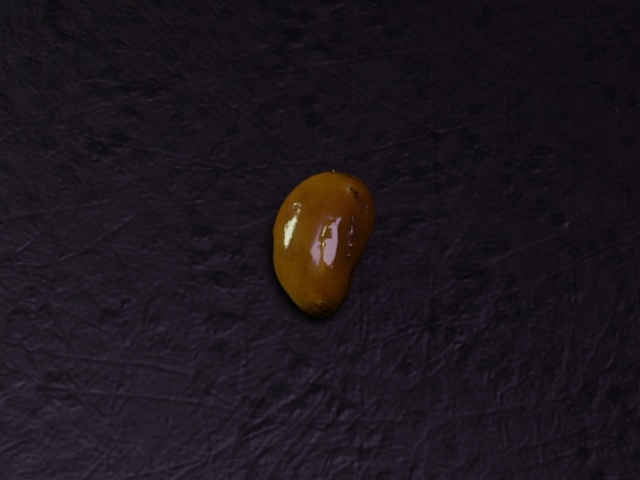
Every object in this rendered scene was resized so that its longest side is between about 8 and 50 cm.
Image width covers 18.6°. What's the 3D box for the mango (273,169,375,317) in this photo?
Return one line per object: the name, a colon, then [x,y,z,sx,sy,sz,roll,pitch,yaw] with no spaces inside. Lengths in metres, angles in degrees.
mango: [0.001,-0.003,2.103,0.105,0.084,0.159,15,62,-2]
